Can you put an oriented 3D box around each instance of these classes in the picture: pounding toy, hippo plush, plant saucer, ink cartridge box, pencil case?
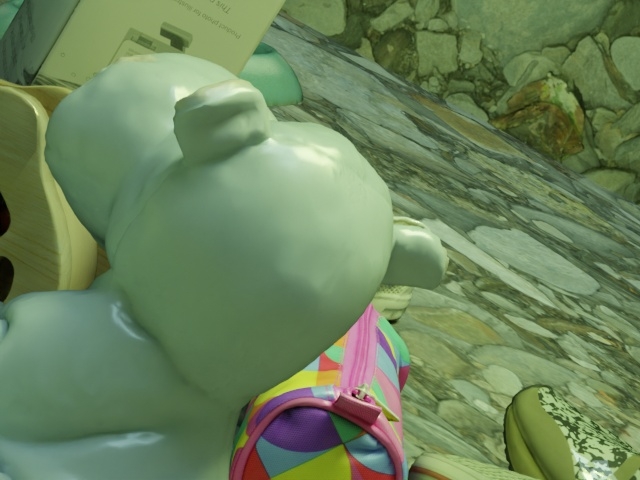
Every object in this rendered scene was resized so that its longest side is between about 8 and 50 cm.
[{"bbox_3d":[-0.180,-0.016,1.008,0.269,0.154,0.155,13,8,17],"label":"pounding toy"},{"bbox_3d":[-0.094,0.032,0.714,0.234,0.237,0.294,27,11,-38],"label":"hippo plush"},{"bbox_3d":[-0.168,-0.180,1.659,0.317,0.044,0.317,11,11,-2],"label":"plant saucer"},{"bbox_3d":[-0.136,-0.122,1.167,0.117,0.283,0.207,29,12,-19],"label":"ink cartridge box"},{"bbox_3d":[0.005,0.100,1.024,0.104,0.104,0.236,28,11,-6],"label":"pencil case"}]

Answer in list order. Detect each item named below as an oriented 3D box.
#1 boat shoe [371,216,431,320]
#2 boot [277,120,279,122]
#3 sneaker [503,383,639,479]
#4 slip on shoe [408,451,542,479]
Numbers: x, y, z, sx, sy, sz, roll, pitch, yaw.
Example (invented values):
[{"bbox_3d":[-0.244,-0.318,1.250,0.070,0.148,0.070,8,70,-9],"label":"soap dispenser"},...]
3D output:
[{"bbox_3d":[0.000,0.000,1.408,0.098,0.096,0.277,36,14,26],"label":"boat shoe"},{"bbox_3d":[-0.065,-0.096,1.709,0.152,0.073,0.197,23,16,-42],"label":"boot"},{"bbox_3d":[0.300,0.188,1.135,0.410,0.182,0.158,36,15,30],"label":"sneaker"},{"bbox_3d":[0.110,0.182,0.956,0.123,0.101,0.331,16,2,-11],"label":"slip on shoe"}]
